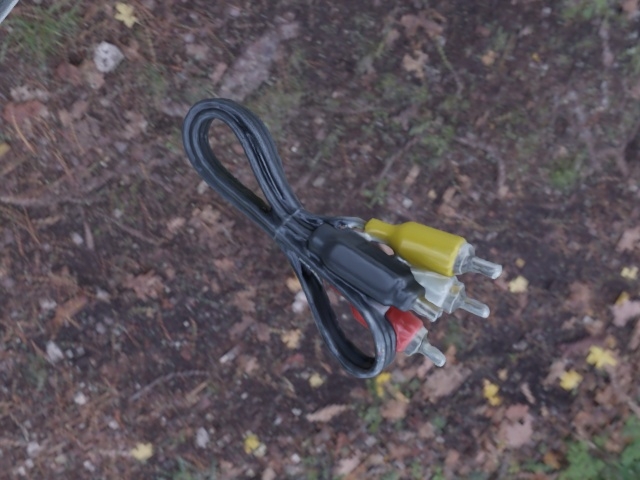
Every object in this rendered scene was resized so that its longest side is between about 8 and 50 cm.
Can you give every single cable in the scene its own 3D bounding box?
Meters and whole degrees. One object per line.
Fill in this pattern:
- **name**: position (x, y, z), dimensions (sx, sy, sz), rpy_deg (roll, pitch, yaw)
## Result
- **cable**: position (0.000, 0.000, 0.896), dimensions (0.072, 0.287, 0.139), rpy_deg (-23, 146, -58)

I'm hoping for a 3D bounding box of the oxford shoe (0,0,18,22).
- **oxford shoe**: position (-0.265, -0.348, 0.927), dimensions (0.169, 0.130, 0.449), rpy_deg (16, 103, -56)
